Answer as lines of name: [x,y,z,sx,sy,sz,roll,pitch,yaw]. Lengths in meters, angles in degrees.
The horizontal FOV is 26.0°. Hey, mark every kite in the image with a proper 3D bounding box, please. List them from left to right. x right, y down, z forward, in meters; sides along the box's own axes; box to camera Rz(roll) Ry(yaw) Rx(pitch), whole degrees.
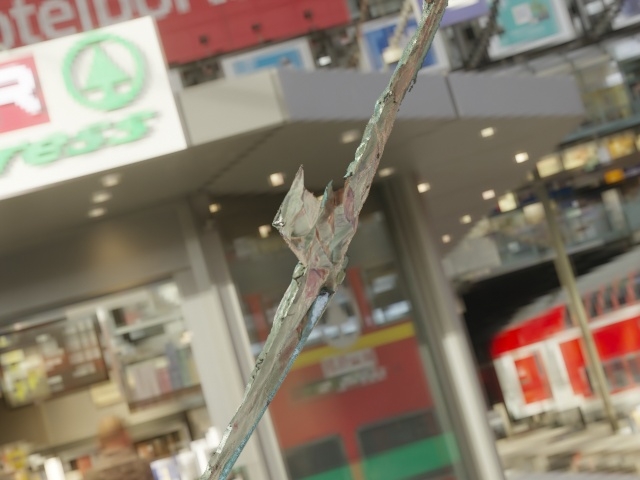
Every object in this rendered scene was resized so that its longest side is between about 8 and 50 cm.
kite: [-0.001,0.000,0.710,0.014,0.406,0.368,25,-4,6]
